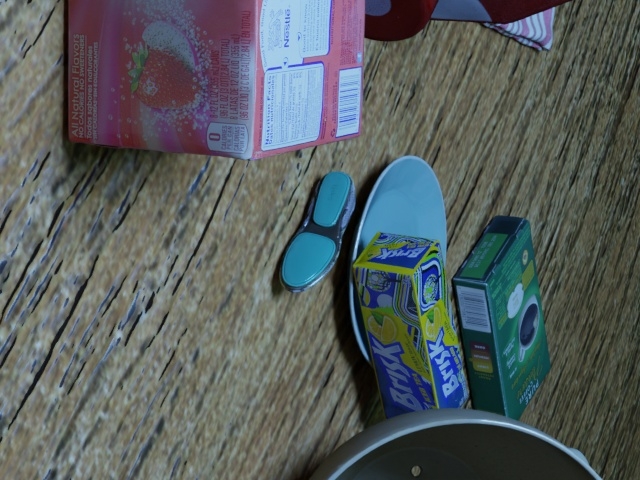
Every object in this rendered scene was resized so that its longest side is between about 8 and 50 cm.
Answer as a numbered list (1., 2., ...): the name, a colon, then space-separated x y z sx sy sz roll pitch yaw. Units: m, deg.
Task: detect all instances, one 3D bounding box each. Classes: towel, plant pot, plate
1. towel: 0.195 -0.264 1.877 0.197 0.029 0.144 11 87 -63
2. plant pot: 0.091 0.255 1.591 0.191 0.284 0.284 -129 -140 -76
3. plate: 0.060 0.020 1.688 0.188 0.024 0.188 -22 115 -59

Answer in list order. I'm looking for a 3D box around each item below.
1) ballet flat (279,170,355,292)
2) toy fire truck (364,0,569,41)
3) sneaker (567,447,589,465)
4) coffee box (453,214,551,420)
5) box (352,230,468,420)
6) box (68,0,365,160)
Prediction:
1. ballet flat: 0.000 0.000 1.551 0.114 0.041 0.041 -66 149 -28
2. toy fire truck: 0.119 -0.276 1.474 0.169 0.254 0.302 -64 147 -33
3. sneaker: 0.246 0.289 2.083 0.075 0.057 0.161 56 50 -60
4. coffee box: 0.176 0.083 1.913 0.113 0.040 0.184 -53 140 -44
5. box: 0.076 0.078 1.639 0.054 0.059 0.169 -51 139 -43
6. box: -0.063 -0.209 1.254 0.154 0.142 0.299 -19 113 -61
